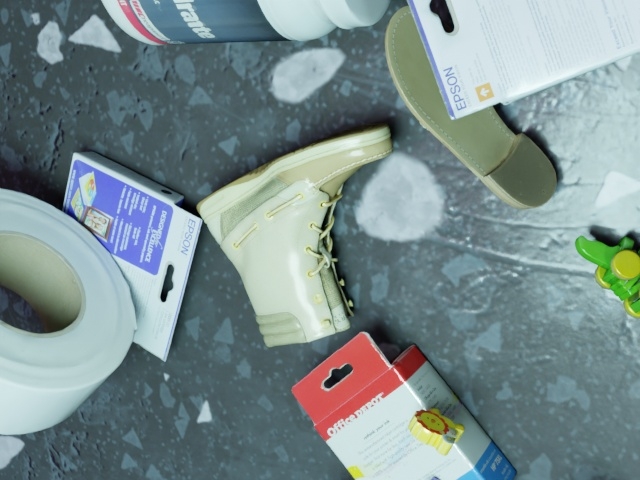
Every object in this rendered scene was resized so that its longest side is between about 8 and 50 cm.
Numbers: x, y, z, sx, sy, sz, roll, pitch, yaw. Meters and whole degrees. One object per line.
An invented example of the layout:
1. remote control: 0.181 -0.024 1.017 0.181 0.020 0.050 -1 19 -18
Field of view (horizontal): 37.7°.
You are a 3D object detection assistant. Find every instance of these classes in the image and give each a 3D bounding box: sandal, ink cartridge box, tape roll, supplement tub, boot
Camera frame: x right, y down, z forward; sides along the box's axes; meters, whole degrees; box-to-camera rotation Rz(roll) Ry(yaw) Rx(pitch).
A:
1. sandal: 0.136 -0.123 0.952 0.088 0.079 0.240 -44 99 -14
2. ink cartridge box: -0.245 0.018 1.194 0.208 0.045 0.206 27 114 21
3. ink cartridge box: 0.193 -0.253 0.884 0.224 0.045 0.223 -19 93 18
4. tape roll: -0.359 0.076 1.083 0.286 0.286 0.100 50 120 8
5. supplement tub: -0.077 -0.297 0.948 0.272 0.191 0.191 4 104 26
6. boot: 0.000 0.000 1.036 0.262 0.095 0.204 -24 90 31
7. ink cartridge box: 0.091 0.215 1.053 0.134 0.078 0.231 -41 83 28

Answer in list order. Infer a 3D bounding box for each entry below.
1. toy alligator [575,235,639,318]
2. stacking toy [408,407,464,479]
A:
1. toy alligator: 0.329 0.054 0.910 0.051 0.056 0.190 -42 80 -12
2. stacking toy: 0.160 0.295 0.966 0.221 0.052 0.167 31 115 13
